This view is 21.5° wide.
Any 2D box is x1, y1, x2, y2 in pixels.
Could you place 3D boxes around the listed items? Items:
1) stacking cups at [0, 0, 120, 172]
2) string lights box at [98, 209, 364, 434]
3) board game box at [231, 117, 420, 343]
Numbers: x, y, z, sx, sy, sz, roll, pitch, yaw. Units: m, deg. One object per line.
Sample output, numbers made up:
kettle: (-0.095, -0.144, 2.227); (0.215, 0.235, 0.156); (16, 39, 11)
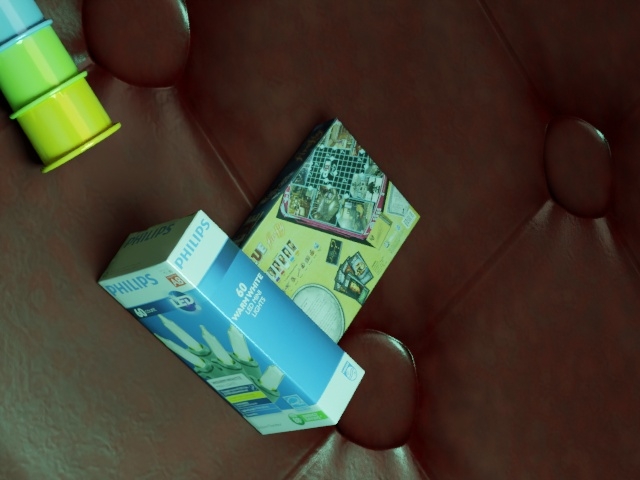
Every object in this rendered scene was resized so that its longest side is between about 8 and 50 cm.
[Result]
stacking cups: (-0.322, -0.222, 1.675); (0.096, 0.096, 0.316); (-41, 104, -39)
string lights box: (-0.092, 0.090, 1.760); (0.260, 0.133, 0.076); (45, 55, -22)
board game box: (0.000, 0.000, 1.920); (0.165, 0.042, 0.243); (50, 53, -20)
